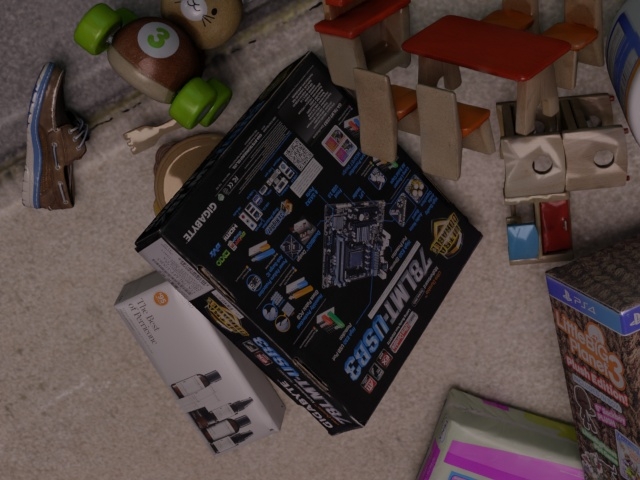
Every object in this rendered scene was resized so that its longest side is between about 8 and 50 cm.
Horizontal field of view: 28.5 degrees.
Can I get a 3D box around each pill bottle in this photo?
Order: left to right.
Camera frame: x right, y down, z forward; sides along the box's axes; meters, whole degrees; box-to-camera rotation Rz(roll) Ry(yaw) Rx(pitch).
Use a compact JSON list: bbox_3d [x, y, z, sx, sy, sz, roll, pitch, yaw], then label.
[{"bbox_3d":[0.358,-0.171,1.220,0.152,0.272,0.152,2,114,5],"label":"pill bottle"}]

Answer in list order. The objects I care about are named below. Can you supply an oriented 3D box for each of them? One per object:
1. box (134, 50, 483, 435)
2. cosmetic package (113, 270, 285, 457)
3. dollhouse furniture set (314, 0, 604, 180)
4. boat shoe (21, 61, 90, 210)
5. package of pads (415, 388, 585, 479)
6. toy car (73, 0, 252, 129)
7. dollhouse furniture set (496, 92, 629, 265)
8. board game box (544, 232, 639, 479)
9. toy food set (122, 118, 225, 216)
[{"bbox_3d":[0.000,0.000,1.335,0.293,0.295,0.073,45,147,-15],"label":"box"},{"bbox_3d":[-0.144,0.144,1.532,0.098,0.060,0.239,-26,109,15],"label":"cosmetic package"},{"bbox_3d":[0.119,-0.202,1.251,0.259,0.262,0.135,21,133,37],"label":"dollhouse furniture set"},{"bbox_3d":[-0.297,-0.117,1.433,0.066,0.066,0.183,10,125,-4],"label":"boat shoe"},{"bbox_3d":[0.260,0.336,1.555,0.296,0.101,0.229,17,114,-2],"label":"package of pads"},{"bbox_3d":[-0.134,-0.238,1.324,0.155,0.149,0.188,38,100,2],"label":"toy car"},{"bbox_3d":[0.264,-0.050,1.364,0.128,0.129,0.184,-5,113,8],"label":"dollhouse furniture set"},{"bbox_3d":[0.402,0.139,1.379,0.232,0.141,0.291,-22,113,-16],"label":"board game box"},{"bbox_3d":[-0.134,-0.064,1.450,0.132,0.038,0.192,-23,110,0],"label":"toy food set"}]
